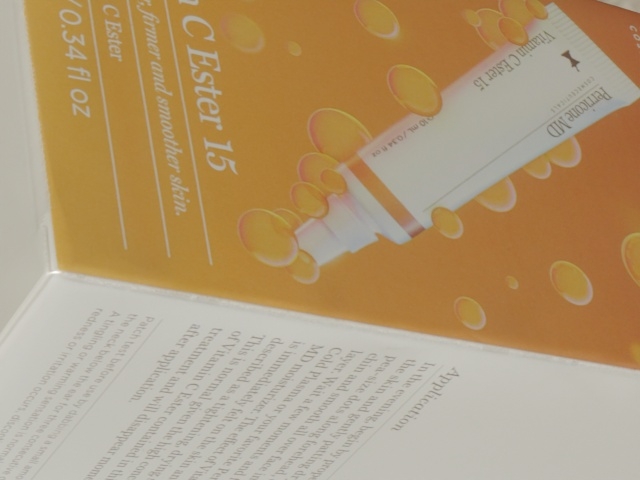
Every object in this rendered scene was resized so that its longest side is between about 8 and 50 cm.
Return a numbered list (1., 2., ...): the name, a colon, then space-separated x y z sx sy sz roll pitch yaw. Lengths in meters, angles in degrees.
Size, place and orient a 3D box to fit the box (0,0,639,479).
1. box: 0.000 0.000 0.819 0.345 0.215 0.168 11 139 -31
